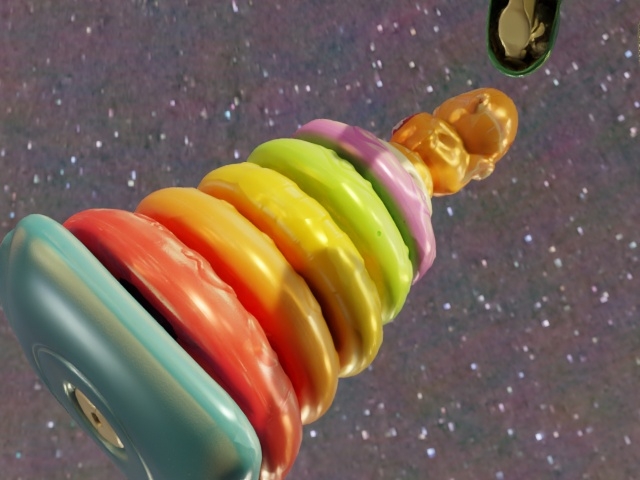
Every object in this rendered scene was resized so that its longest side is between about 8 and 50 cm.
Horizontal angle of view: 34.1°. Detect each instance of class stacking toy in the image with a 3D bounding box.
[{"bbox_3d":[0.000,0.000,0.552,0.302,0.166,0.175,-38,-20,-24],"label":"stacking toy"}]

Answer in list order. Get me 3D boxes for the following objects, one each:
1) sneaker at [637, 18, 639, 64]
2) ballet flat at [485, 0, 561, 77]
[{"bbox_3d":[0.406,-0.273,1.047,0.147,0.105,0.295,-21,-59,-41],"label":"sneaker"},{"bbox_3d":[0.199,-0.261,0.972,0.083,0.087,0.247,8,-54,12],"label":"ballet flat"}]
